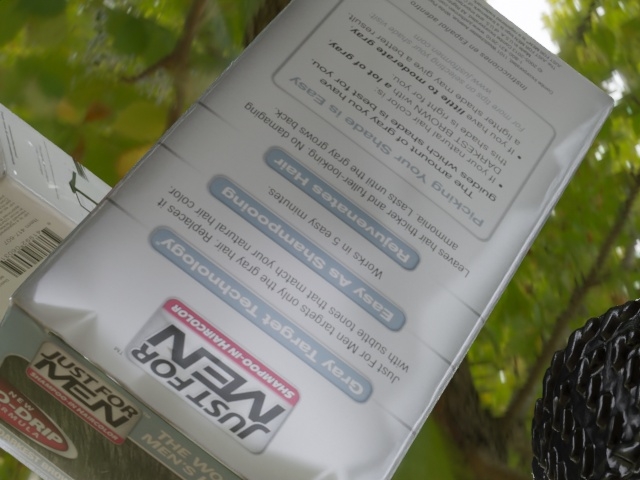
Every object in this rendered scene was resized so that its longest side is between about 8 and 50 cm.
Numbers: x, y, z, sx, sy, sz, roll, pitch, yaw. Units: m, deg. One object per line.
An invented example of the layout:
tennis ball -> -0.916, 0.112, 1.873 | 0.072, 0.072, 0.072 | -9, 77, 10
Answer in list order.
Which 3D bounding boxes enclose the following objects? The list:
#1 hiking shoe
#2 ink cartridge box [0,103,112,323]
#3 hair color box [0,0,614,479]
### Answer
hiking shoe -> 0.165, 0.051, 0.551 | 0.114, 0.086, 0.227 | 12, -43, -23
ink cartridge box -> -0.212, 0.015, 1.073 | 0.148, 0.086, 0.203 | -34, -41, 13
hair color box -> 0.000, 0.000, 0.819 | 0.185, 0.374, 0.113 | 37, -43, 0
